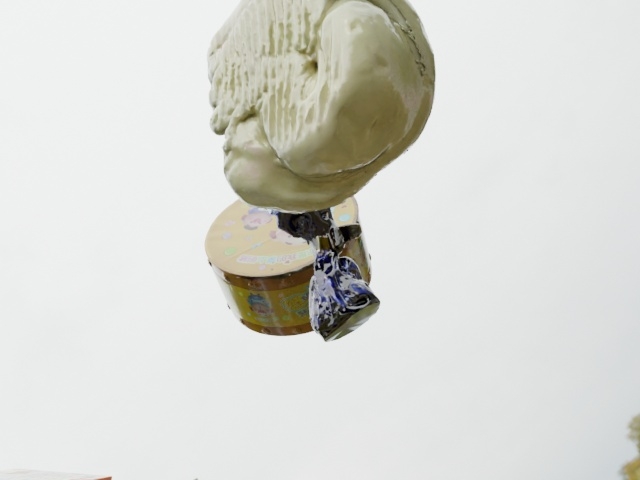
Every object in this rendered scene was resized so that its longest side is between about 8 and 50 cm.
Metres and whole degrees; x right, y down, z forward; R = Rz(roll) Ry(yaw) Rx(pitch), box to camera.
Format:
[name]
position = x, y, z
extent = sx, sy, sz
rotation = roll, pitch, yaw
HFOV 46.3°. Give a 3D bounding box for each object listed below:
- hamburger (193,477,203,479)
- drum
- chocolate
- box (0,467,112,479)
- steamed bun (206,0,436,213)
[hamburger]
position = -0.238, 0.502, 1.332
extent = 0.131, 0.159, 0.185
rotation = -5, -30, 15
[drum]
position = -0.081, 0.034, 1.980
extent = 0.431, 0.431, 0.214
rotation = -30, -51, -15
[chocolate]
position = -0.002, -0.004, 1.284
extent = 0.148, 0.343, 0.126
rotation = -27, -20, 12
[box]
position = -0.647, 0.545, 1.655
extent = 0.265, 0.048, 0.273
rotation = 0, -10, 16
[steamed bun]
position = 0.005, -0.200, 1.042
extent = 0.247, 0.339, 0.352
rotation = 19, -41, -41
